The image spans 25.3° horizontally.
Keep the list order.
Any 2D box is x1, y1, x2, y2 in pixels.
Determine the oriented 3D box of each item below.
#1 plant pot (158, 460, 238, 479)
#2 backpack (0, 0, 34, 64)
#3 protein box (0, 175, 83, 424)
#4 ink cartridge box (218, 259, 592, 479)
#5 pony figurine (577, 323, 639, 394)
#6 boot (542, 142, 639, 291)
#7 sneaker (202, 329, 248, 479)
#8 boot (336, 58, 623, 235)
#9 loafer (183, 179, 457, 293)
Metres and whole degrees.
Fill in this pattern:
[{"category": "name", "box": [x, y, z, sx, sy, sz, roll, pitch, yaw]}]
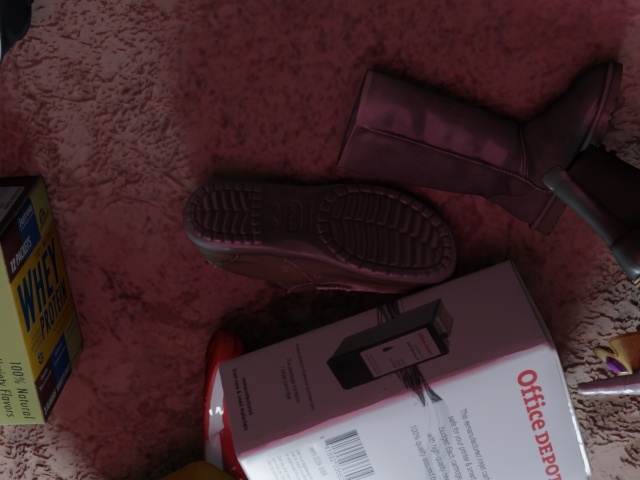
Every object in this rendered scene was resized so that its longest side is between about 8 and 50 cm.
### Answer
[{"category": "plant pot", "box": [-0.125, 0.378, 1.427, 0.212, 0.187, 0.212, -31, 129, 28]}, {"category": "backpack", "box": [-0.380, -0.240, 1.175, 0.254, 0.191, 0.225, 8, 120, 9]}, {"category": "protein box", "box": [-0.357, 0.059, 1.355, 0.201, 0.136, 0.199, -3, 117, 10]}, {"category": "ink cartridge box", "box": [0.081, 0.170, 1.309, 0.289, 0.121, 0.211, -20, 130, 2]}, {"category": "pony figurine", "box": [0.424, 0.103, 1.143, 0.351, 0.363, 0.302, -30, 121, -5]}, {"category": "boot", "box": [0.278, -0.045, 1.200, 0.137, 0.198, 0.077, 45, 124, 6]}, {"category": "sneaker", "box": [-0.053, 0.178, 1.423, 0.128, 0.087, 0.221, 2, 131, -3]}, {"category": "boot", "box": [0.136, -0.107, 1.243, 0.209, 0.076, 0.189, 25, 117, 2]}, {"category": "loafer", "box": [0.000, 0.000, 1.315, 0.251, 0.094, 0.087, 10, 154, 0]}]
